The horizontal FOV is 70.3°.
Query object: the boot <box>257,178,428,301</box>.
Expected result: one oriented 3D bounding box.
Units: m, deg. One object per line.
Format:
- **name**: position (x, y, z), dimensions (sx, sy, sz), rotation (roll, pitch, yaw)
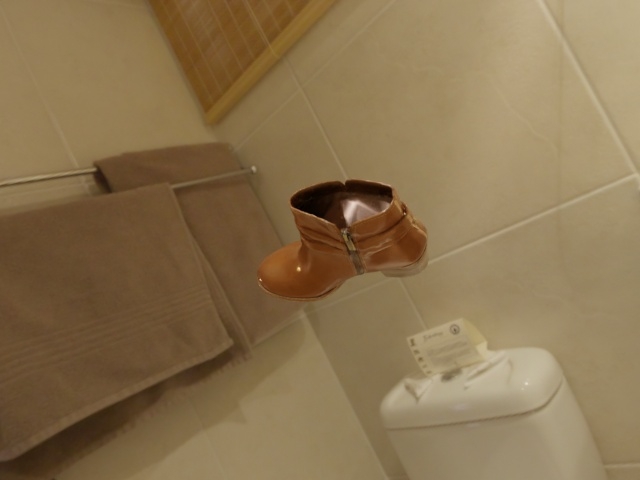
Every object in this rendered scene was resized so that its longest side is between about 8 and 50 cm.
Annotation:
- **boot**: position (0.000, 0.000, 0.432), dimensions (0.197, 0.073, 0.152), rotation (-13, -25, 18)
